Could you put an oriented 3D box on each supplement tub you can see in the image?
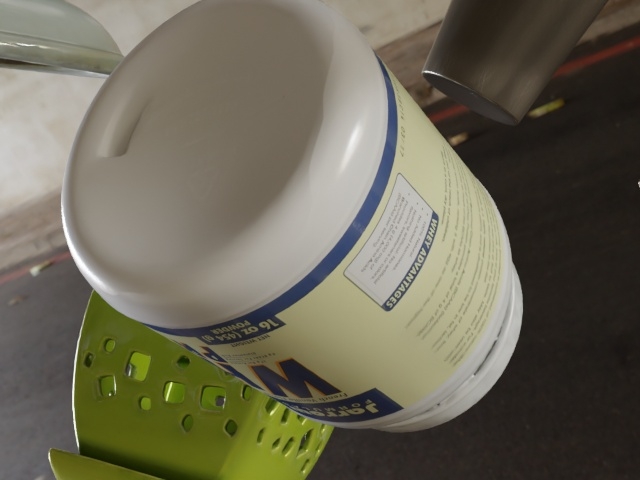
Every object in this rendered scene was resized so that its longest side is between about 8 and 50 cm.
[{"bbox_3d":[0.000,0.000,0.742,0.235,0.325,0.235,-15,58,25],"label":"supplement tub"}]

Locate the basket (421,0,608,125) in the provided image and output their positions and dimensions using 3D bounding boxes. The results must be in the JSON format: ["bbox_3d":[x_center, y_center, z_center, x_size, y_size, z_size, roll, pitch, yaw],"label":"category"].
[{"bbox_3d":[0.225,-0.262,1.168,0.204,0.154,0.227,32,93,45],"label":"basket"}]

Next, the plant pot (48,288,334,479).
[{"bbox_3d":[-0.128,0.193,1.042,0.228,0.227,0.207,11,70,22],"label":"plant pot"}]

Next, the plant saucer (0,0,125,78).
[{"bbox_3d":[-0.392,-0.240,1.056,0.400,0.101,0.400,6,6,-1],"label":"plant saucer"}]

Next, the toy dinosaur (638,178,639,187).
[{"bbox_3d":[0.490,-0.067,1.459,0.053,0.183,0.092,9,10,7],"label":"toy dinosaur"}]
